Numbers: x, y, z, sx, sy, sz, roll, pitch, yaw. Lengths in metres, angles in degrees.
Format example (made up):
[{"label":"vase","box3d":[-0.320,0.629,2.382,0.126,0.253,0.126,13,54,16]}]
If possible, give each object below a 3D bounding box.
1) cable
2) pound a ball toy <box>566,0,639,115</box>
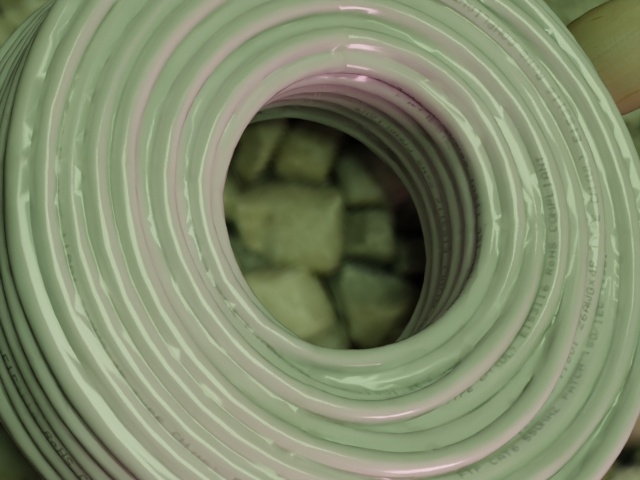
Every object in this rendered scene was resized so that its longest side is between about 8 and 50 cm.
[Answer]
[{"label":"cable","box3d":[0.000,0.000,0.494,0.257,0.089,0.257,13,71,-21]},{"label":"pound a ball toy","box3d":[0.276,-0.038,0.608,0.319,0.135,0.208,-15,82,-28]}]
